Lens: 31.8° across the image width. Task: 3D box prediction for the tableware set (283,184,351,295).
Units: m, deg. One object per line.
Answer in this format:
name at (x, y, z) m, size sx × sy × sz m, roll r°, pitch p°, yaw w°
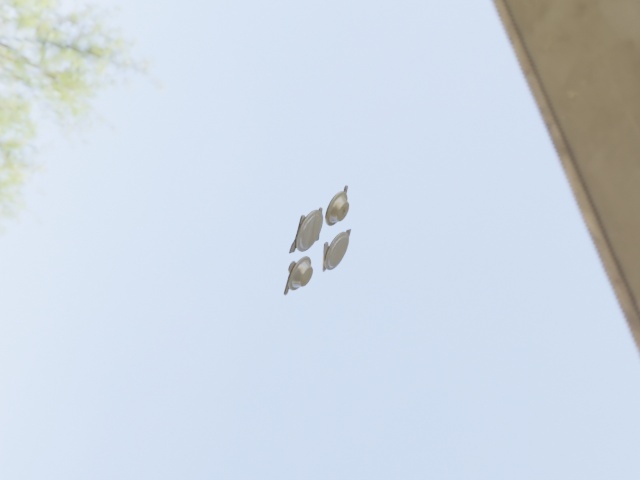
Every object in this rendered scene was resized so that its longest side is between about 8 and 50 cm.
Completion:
tableware set at (0.000, 0.000, 1.628) m, size 0.020 × 0.169 × 0.141 m, roll 25°, pitch -55°, yaw 24°
